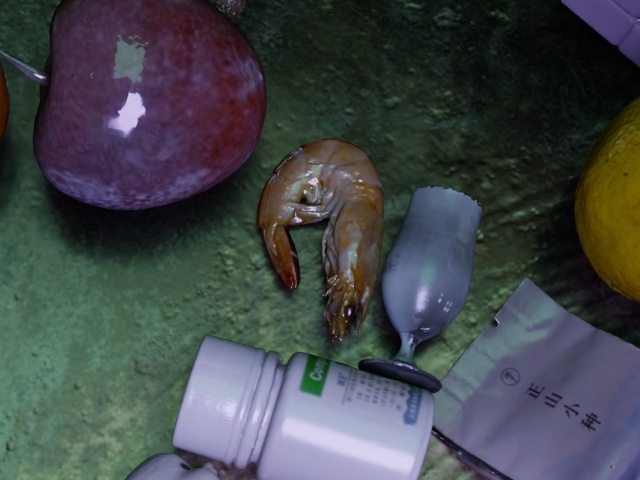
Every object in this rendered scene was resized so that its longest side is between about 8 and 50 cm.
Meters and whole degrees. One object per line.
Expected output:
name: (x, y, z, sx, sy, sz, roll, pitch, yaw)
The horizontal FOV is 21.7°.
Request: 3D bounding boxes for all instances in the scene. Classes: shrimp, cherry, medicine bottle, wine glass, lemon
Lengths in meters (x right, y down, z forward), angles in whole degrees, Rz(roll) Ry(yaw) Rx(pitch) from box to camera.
shrimp: (0.001, -0.002, 1.734, 0.133, 0.053, 0.236, 4, 66, -7)
cherry: (-0.189, -0.147, 1.677, 0.285, 0.236, 0.213, 16, 28, -20)
medicine bottle: (-0.017, 0.179, 1.624, 0.237, 0.139, 0.139, 16, 69, 1)
wine glass: (0.106, 0.048, 1.707, 0.093, 0.093, 0.202, 16, 71, -1)
lemon: (0.380, -0.048, 1.704, 0.228, 0.228, 0.253, 28, 61, 4)

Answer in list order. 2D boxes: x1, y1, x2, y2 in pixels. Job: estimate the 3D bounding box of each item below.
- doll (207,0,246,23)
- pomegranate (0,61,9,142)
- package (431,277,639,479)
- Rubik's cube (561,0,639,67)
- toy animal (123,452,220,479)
doll: (-0.157, -0.315, 1.806, 0.115, 0.105, 0.221, -46, 68, 23)
pomegranate: (-0.405, -0.142, 1.667, 0.191, 0.191, 0.191, 2, 70, -6)
package: (0.250, 0.183, 1.699, 0.251, 0.062, 0.204, 36, 70, 21)
Rubik's cube: (0.430, -0.308, 1.804, 0.221, 0.224, 0.231, 40, 69, 6)
toy animal: (-0.139, 0.307, 1.568, 0.178, 0.127, 0.193, -37, 80, -15)
